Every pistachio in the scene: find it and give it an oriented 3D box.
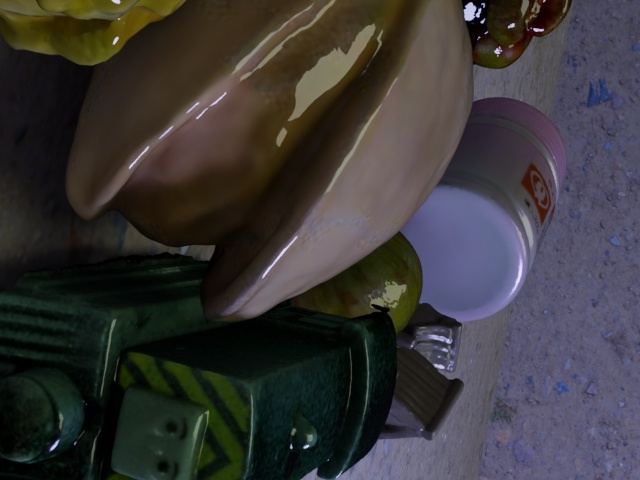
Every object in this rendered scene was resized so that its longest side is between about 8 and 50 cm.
[{"bbox_3d":[-0.020,-0.096,0.565,0.238,0.229,0.321,-44,-166,44],"label":"pistachio"}]

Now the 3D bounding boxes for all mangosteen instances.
[{"bbox_3d":[0.167,-0.283,1.033,0.210,0.209,0.210,11,90,-71],"label":"mangosteen"}]

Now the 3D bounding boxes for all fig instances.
[{"bbox_3d":[0.000,0.000,0.887,0.245,0.149,0.149,59,41,-30],"label":"fig"}]

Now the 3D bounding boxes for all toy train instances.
[{"bbox_3d":[-0.066,0.090,0.608,0.330,0.178,0.139,-3,104,-72],"label":"toy train"}]

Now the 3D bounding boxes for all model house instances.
[{"bbox_3d":[0.069,0.125,1.040,0.229,0.188,0.122,-51,162,-53],"label":"model house"}]

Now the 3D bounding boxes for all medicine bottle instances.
[{"bbox_3d":[0.212,-0.052,1.285,0.316,0.202,0.202,-50,146,-53],"label":"medicine bottle"}]

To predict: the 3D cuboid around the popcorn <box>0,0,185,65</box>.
[{"bbox_3d":[-0.081,-0.206,0.375,0.233,0.192,0.266,63,46,-62],"label":"popcorn"}]
